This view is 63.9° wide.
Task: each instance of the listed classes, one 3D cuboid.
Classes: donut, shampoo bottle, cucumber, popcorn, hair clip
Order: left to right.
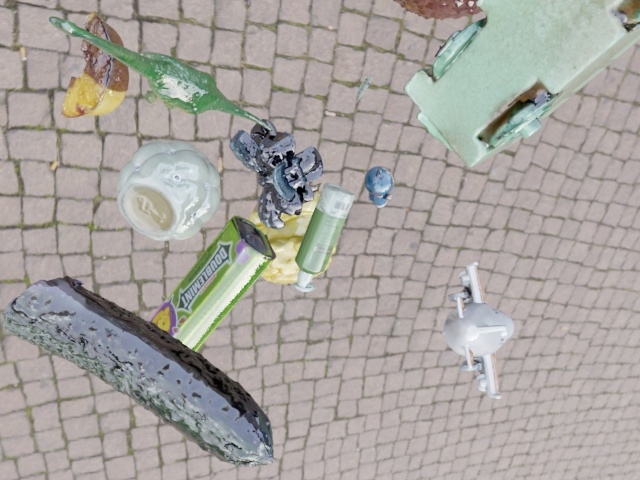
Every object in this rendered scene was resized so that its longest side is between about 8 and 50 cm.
[{"bbox_3d":[-0.597,-0.459,1.425,0.112,0.151,0.294,-12,128,-63],"label":"donut"},{"bbox_3d":[-0.138,0.107,0.425,0.245,0.067,0.067,29,103,3],"label":"cucumber"},{"bbox_3d":[-0.124,-0.186,1.458,0.194,0.207,0.310,-43,121,-40],"label":"hair clip"},{"bbox_3d":[-0.093,-0.033,1.731,0.349,0.349,0.381,7,124,-25],"label":"popcorn"},{"bbox_3d":[0.000,0.000,0.931,0.065,0.065,0.204,14,108,-27],"label":"shampoo bottle"}]

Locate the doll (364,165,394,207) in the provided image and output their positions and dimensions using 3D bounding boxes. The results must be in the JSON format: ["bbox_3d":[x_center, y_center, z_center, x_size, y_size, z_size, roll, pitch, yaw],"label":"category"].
[{"bbox_3d":[0.171,-0.160,1.501,0.086,0.114,0.151,-36,152,-16],"label":"doll"}]

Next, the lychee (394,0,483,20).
[{"bbox_3d":[0.185,-0.443,0.717,0.261,0.260,0.260,-9,117,-18],"label":"lychee"}]

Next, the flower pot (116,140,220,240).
[{"bbox_3d":[-0.361,-0.116,1.226,0.246,0.195,0.245,6,122,10],"label":"flower pot"}]

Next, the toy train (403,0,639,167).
[{"bbox_3d":[0.228,-0.206,0.463,0.159,0.129,0.326,-30,168,-46],"label":"toy train"}]

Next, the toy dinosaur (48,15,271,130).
[{"bbox_3d":[-0.224,-0.270,0.872,0.448,0.301,0.087,11,94,-34],"label":"toy dinosaur"}]

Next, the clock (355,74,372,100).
[{"bbox_3d":[0.115,-0.404,1.352,0.010,0.083,0.074,29,123,-14],"label":"clock"}]

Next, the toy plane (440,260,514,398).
[{"bbox_3d":[0.292,0.161,0.931,0.118,0.244,0.244,-13,126,26],"label":"toy plane"}]

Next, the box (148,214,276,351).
[{"bbox_3d":[-0.240,0.112,1.069,0.345,0.134,0.097,-48,136,14],"label":"box"}]
